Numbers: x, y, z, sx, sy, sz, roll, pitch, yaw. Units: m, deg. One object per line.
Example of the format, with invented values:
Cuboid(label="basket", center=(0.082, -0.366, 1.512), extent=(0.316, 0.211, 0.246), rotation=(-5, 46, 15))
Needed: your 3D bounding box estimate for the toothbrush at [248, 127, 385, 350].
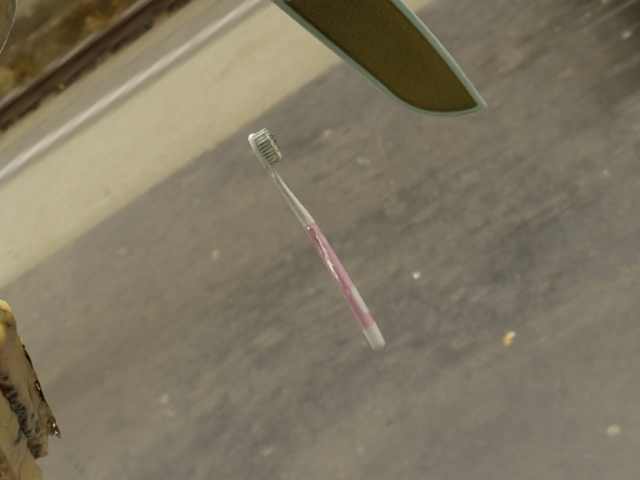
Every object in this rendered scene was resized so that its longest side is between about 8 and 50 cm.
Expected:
Cuboid(label="toothbrush", center=(0.000, 0.000, 1.309), extent=(0.025, 0.286, 0.020), rotation=(-28, 4, 28))

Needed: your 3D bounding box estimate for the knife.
Cuboid(label="knife", center=(-0.007, -0.178, 0.780), extent=(0.061, 0.343, 0.027), rotation=(-46, 29, 14))

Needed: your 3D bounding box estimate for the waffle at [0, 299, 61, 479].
Cuboid(label="waffle", center=(-0.365, 0.117, 0.853), extent=(0.308, 0.213, 0.091), rotation=(7, 56, 4))

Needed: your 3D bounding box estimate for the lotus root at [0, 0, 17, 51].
Cuboid(label="lotus root", center=(-0.372, -0.165, 1.024), extent=(0.154, 0.154, 0.278), rotation=(-7, 48, 47))
